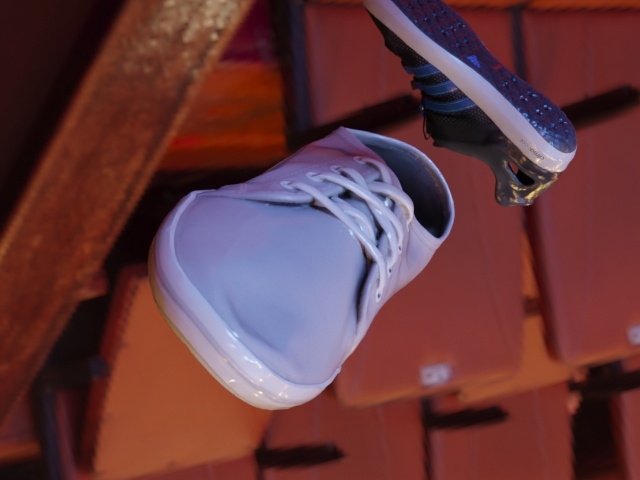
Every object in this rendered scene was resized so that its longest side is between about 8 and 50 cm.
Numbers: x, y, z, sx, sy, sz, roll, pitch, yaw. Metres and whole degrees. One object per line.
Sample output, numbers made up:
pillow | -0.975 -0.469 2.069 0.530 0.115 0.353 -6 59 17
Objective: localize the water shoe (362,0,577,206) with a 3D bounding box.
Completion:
water shoe | 0.091 -0.107 1.134 0.073 0.203 0.080 -19 150 -53

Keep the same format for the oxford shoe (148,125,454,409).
oxford shoe | 0.000 0.000 1.159 0.130 0.169 0.449 -39 179 21
